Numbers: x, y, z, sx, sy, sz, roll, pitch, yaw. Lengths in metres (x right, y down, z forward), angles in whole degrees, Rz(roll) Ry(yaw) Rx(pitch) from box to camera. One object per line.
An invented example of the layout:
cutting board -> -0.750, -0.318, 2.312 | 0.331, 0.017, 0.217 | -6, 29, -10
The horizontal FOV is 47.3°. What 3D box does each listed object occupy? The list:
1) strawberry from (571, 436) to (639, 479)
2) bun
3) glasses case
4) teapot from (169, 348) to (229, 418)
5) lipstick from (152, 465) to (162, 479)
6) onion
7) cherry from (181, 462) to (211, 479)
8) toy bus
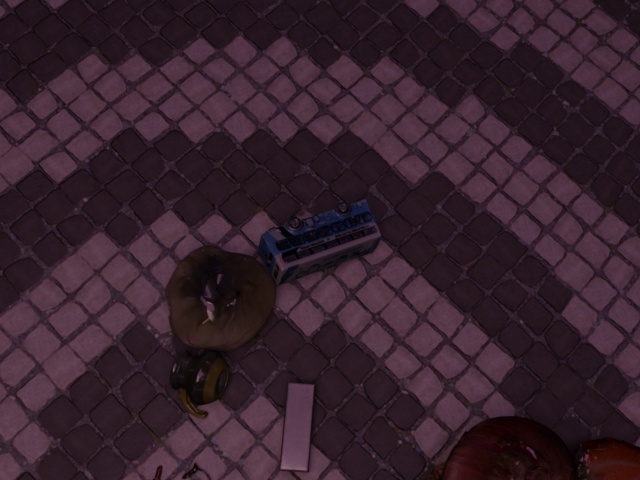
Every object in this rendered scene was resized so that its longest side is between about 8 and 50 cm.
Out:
strawberry -> 0.686, 0.534, 1.727 | 0.228, 0.098, 0.174 | -21, 75, -13
bun -> -0.244, 0.138, 1.762 | 0.272, 0.168, 0.273 | 5, 65, -10
glasses case -> -0.053, 0.442, 1.734 | 0.070, 0.047, 0.205 | 4, 72, 2
teapot -> -0.288, 0.336, 1.725 | 0.119, 0.130, 0.166 | 14, 103, 16
lipstick -> -0.382, 0.572, 1.682 | 0.025, 0.025, 0.107 | 12, 66, -1
onion -> 0.416, 0.564, 1.588 | 0.353, 0.354, 0.354 | 1, 72, -3
cherry -> -0.236, 0.612, 1.655 | 0.225, 0.090, 0.107 | 33, 87, 25
toy bus -> 0.000, 0.000, 1.823 | 0.297, 0.106, 0.131 | -18, 66, -21
